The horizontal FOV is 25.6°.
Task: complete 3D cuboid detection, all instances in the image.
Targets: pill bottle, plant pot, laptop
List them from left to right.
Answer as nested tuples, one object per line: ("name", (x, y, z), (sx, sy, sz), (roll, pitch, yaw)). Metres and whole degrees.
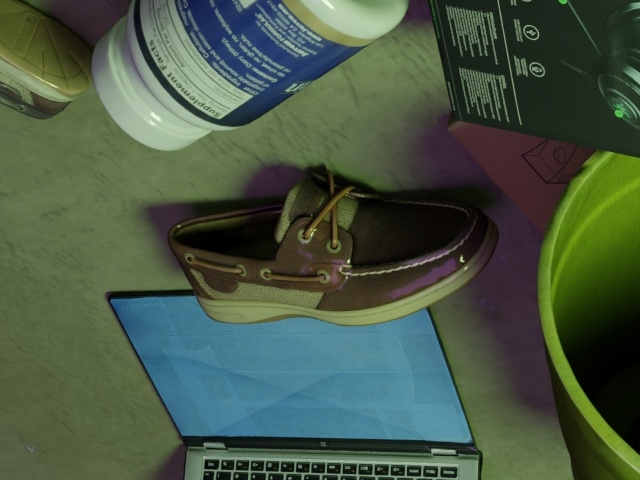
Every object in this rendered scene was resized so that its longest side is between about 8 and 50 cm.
("pill bottle", (-0.066, -0.183, 1.169), (0.153, 0.153, 0.265), (42, 134, -21))
("laptop", (-0.036, 0.278, 1.573), (0.382, 0.407, 0.236), (-2, 166, 24))
("plant pot", (0.352, 0.130, 1.198), (0.367, 0.366, 0.353), (13, 151, 9))

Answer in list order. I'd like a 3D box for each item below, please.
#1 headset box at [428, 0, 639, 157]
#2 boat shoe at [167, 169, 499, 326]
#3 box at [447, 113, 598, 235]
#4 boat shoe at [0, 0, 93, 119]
("headset box", (0.223, -0.192, 1.001), (0.283, 0.131, 0.246), (15, 140, 35))
("boat shoe", (0.000, 0.000, 1.357), (0.342, 0.123, 0.123), (-5, 133, 34))
("box", (0.237, -0.089, 1.241), (0.201, 0.021, 0.164), (-25, 120, 39))
("boat shoe", (-0.350, -0.202, 1.302), (0.285, 0.102, 0.092), (30, 132, -18))
